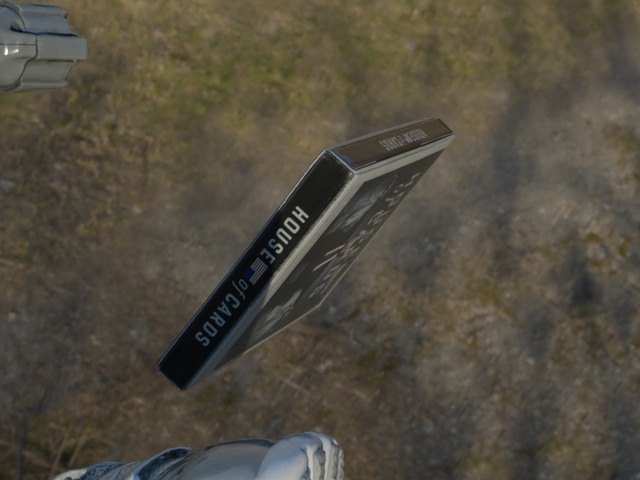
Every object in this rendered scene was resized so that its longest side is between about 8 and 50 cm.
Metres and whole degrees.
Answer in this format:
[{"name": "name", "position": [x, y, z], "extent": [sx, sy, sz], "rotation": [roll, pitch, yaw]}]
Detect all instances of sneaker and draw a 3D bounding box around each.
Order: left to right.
[{"name": "sneaker", "position": [-0.060, 0.126, 0.418], "extent": [0.115, 0.281, 0.105], "rotation": [7, 71, -9]}]

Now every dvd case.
[{"name": "dvd case", "position": [0.000, 0.000, 0.802], "extent": [0.029, 0.179, 0.239], "rotation": [42, 21, 9]}]

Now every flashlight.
[{"name": "flashlight", "position": [-0.336, -0.154, 0.936], "extent": [0.304, 0.103, 0.103], "rotation": [-10, 60, -54]}]
